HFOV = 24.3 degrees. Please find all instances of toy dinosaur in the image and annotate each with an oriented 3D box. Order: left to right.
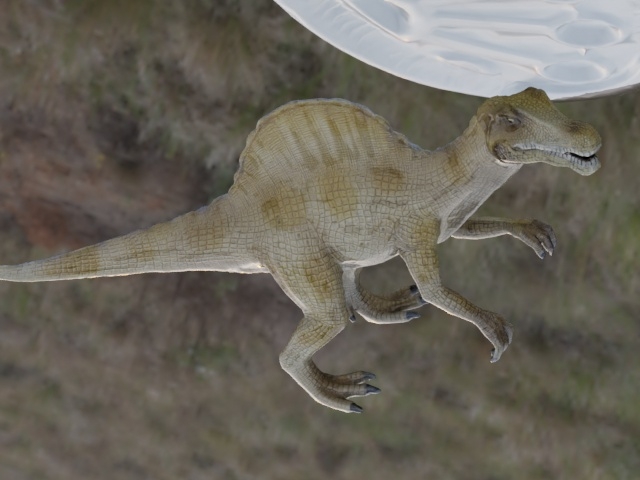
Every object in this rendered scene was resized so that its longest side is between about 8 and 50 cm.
[{"bbox_3d":[0.000,0.000,0.439,0.183,0.053,0.092,-15,123,20],"label":"toy dinosaur"}]

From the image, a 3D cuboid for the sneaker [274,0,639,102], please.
[{"bbox_3d":[0.018,-0.201,0.419,0.130,0.236,0.323,-8,155,41],"label":"sneaker"}]
